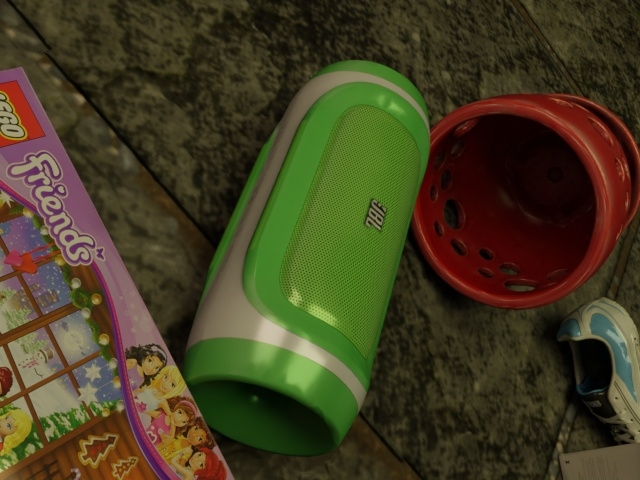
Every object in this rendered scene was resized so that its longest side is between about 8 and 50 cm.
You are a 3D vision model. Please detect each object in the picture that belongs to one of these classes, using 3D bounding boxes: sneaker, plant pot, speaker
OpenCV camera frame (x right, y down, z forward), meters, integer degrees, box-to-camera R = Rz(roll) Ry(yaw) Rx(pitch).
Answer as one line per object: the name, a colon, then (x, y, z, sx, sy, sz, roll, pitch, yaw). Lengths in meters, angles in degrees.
sneaker: (0.319, 0.178, 0.836, 0.086, 0.085, 0.237, -27, 94, -19)
plant pot: (0.201, -0.049, 0.752, 0.174, 0.191, 0.191, -26, 90, -54)
speaker: (0.000, 0.000, 0.586, 0.131, 0.131, 0.296, 37, 50, -24)

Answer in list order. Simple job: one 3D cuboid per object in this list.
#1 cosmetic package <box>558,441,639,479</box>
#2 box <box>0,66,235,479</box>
cosmetic package: (0.300, 0.315, 0.735, 0.060, 0.099, 0.239, 14, 63, -41)
box: (-0.194, 0.062, 0.429, 0.201, 0.057, 0.293, -28, 91, -46)
